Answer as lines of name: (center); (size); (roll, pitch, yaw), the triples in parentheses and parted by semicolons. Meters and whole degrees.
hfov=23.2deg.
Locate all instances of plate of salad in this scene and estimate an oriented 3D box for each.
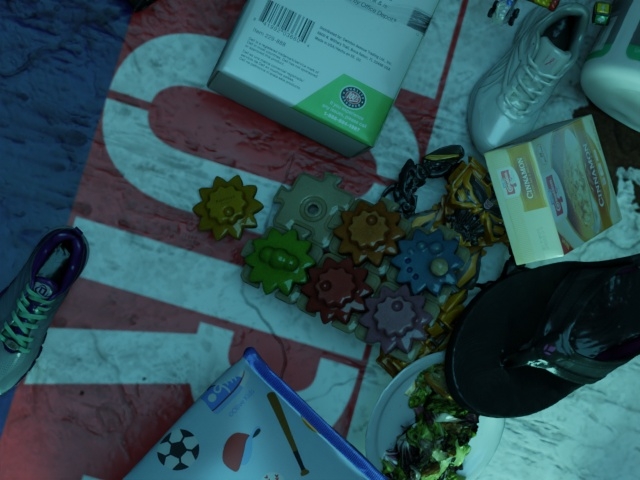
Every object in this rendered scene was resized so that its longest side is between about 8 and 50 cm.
plate of salad: (0.146, 0.231, 1.891); (0.200, 0.048, 0.199); (-9, 110, -26)

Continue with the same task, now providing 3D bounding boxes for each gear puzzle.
gear puzzle: (0.000, 0.000, 1.858); (0.339, 0.044, 0.175); (26, 75, 17)

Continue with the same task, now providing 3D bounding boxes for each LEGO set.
LEGO set: (0.267, -0.356, 1.940); (0.182, 0.060, 0.244); (-17, 59, -12)

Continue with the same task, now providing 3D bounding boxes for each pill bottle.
pill bottle: (0.487, -0.315, 1.956); (0.204, 0.204, 0.361); (28, 81, -7)

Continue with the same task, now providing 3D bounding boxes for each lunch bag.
lunch bag: (-0.053, 0.374, 1.777); (0.385, 0.239, 0.328); (42, 80, 5)

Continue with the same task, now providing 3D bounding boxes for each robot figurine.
robot figurine: (0.143, 0.022, 1.920); (0.211, 0.085, 0.291); (42, 79, -6)

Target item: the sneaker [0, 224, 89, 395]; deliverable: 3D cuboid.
sneaker: (-0.344, 0.077, 1.815); (0.083, 0.098, 0.223); (28, 80, -7)

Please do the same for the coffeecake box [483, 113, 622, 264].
coffeecake box: (0.286, -0.064, 1.903); (0.185, 0.068, 0.142); (-25, 99, -54)

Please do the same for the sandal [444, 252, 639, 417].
sandal: (0.350, 0.089, 1.905); (0.446, 0.107, 0.167); (-18, 88, -23)

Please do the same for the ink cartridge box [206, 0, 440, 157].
ink cartridge box: (0.020, -0.277, 1.904); (0.211, 0.121, 0.289); (27, 81, -8)

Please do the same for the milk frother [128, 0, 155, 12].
milk frother: (-0.207, -0.374, 1.893); (0.134, 0.129, 0.143); (51, 35, -3)

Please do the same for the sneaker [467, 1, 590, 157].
sneaker: (0.261, -0.209, 1.947); (0.090, 0.115, 0.232); (29, 81, -8)
